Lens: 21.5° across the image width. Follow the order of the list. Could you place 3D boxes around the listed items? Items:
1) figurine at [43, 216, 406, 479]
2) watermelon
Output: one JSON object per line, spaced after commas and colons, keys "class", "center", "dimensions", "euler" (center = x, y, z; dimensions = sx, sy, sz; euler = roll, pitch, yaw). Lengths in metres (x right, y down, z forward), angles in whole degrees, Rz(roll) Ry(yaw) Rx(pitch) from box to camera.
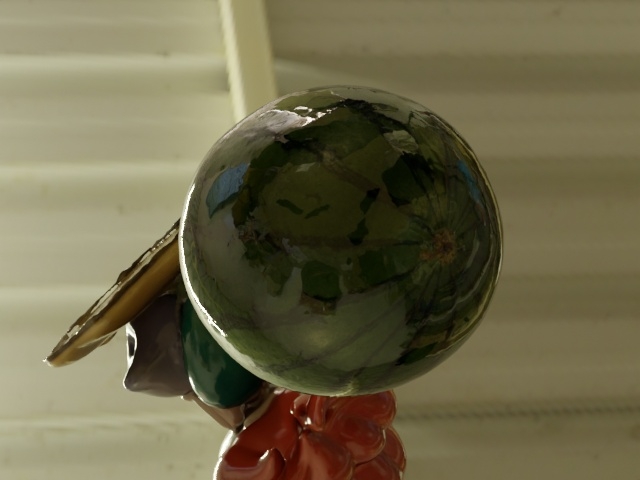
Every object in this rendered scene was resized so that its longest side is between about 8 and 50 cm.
{"class": "figurine", "center": [-0.042, 0.113, 1.161], "dimensions": [0.257, 0.208, 0.181], "euler": [44, -149, -6]}
{"class": "watermelon", "center": [0.002, -0.001, 0.520], "dimensions": [0.109, 0.109, 0.109], "euler": [5, -128, -7]}
